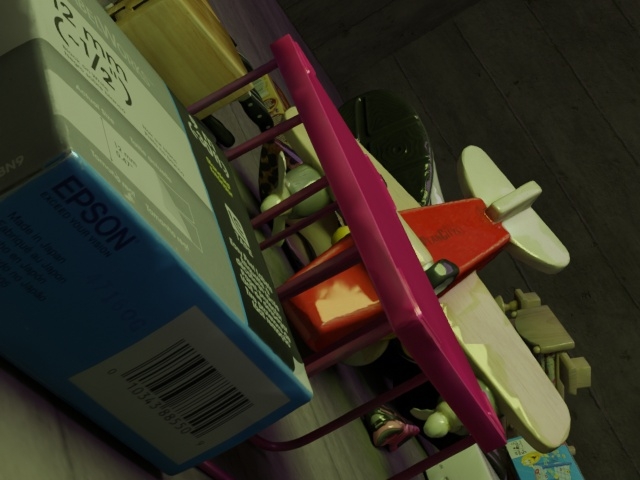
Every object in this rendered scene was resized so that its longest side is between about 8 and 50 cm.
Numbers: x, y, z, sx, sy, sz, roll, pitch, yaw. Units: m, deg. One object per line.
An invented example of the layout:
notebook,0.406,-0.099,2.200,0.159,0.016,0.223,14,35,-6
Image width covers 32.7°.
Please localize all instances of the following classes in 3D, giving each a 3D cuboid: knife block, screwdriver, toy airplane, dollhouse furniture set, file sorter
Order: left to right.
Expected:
screwdriver,-0.167,-0.144,1.190,0.170,0.025,0.024,36,25,-50
knife block,-0.138,-0.196,1.269,0.242,0.088,0.275,57,8,-16
file sorter,-0.020,0.037,0.832,0.202,0.182,0.290,52,12,-49
toy airplane,0.105,0.039,1.270,0.384,0.272,0.386,26,36,-23
dollhouse furniture set,0.292,0.265,1.742,0.355,0.174,0.303,-107,-170,-70

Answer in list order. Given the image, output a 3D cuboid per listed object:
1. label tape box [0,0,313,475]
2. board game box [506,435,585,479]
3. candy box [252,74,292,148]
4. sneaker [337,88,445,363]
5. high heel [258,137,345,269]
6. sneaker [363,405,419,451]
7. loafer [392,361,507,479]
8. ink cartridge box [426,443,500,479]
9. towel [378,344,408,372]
label tape box,-0.147,-0.064,0.669,0.249,0.115,0.347,51,13,-47
board game box,0.359,0.485,1.566,0.302,0.086,0.308,-109,-174,-56
candy box,-0.064,-0.186,1.819,0.186,0.053,0.109,63,8,30
sneaker,0.135,0.011,1.584,0.257,0.169,0.447,48,24,-58
high heel,0.000,0.000,1.377,0.261,0.093,0.186,65,-2,-32
sneaker,0.081,0.219,1.316,0.057,0.047,0.119,51,2,25
loafer,0.187,0.255,1.564,0.220,0.080,0.078,52,36,-6
ink cartridge box,0.226,0.381,1.470,0.190,0.082,0.139,58,7,-33
towel,0.104,0.121,1.716,0.308,0.076,0.227,43,26,-66
